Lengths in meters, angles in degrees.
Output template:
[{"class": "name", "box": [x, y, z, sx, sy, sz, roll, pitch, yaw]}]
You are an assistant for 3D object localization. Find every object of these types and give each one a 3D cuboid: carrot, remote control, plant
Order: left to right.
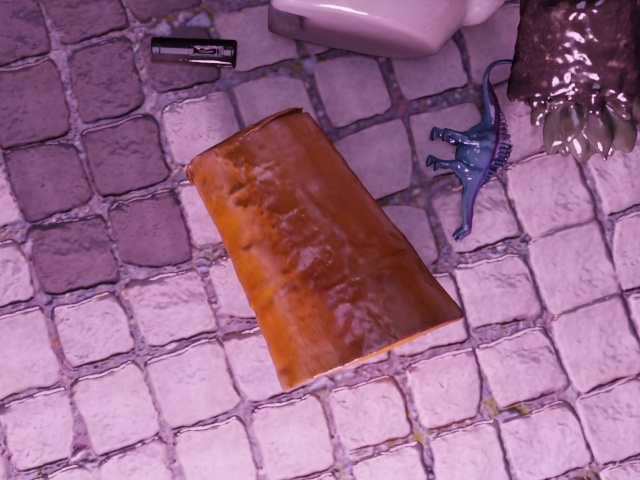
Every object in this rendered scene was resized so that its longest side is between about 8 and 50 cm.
[{"class": "remote control", "box": [-0.134, -0.200, 1.054, 0.091, 0.016, 0.034, 2, 91, 0]}, {"class": "carrot", "box": [0.000, 0.000, 0.969, 0.196, 0.196, 0.254, -26, 83, -2]}, {"class": "plant", "box": [0.259, -0.178, 0.990, 0.132, 0.194, 0.129, 15, 42, 31]}]

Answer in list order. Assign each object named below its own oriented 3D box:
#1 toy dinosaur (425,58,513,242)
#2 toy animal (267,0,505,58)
[{"class": "toy dinosaur", "box": [0.156, -0.096, 1.041, 0.080, 0.045, 0.197, 13, 94, -13]}, {"class": "toy animal", "box": [0.064, -0.366, 0.984, 0.241, 0.196, 0.367, 0, 88, -8]}]
